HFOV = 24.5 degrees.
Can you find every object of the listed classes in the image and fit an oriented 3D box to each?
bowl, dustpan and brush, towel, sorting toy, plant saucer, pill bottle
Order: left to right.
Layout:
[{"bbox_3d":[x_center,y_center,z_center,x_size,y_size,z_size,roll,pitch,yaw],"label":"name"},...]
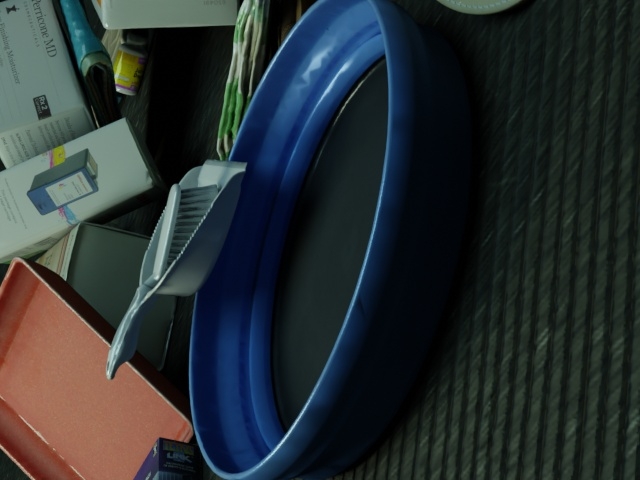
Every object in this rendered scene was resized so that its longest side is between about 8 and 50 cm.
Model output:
[{"bbox_3d":[-0.254,0.171,1.555,0.048,0.259,0.258,-34,-17,-47],"label":"plant saucer"},{"bbox_3d":[-0.310,-0.279,1.916,0.271,0.040,0.370,82,168,-57],"label":"towel"},{"bbox_3d":[-0.311,-0.276,2.248,0.193,0.038,0.208,-96,24,-45],"label":"sorting toy"},{"bbox_3d":[-0.271,-0.252,2.102,0.043,0.043,0.083,-135,61,-67],"label":"pill bottle"},{"bbox_3d":[-0.135,0.025,1.292,0.147,0.060,0.211,-168,92,-70],"label":"dustpan and brush"},{"bbox_3d":[-0.058,-0.255,1.386,0.325,0.038,0.248,99,178,-51],"label":"towel"},{"bbox_3d":[0.000,0.000,1.151,0.391,0.077,0.391,-165,90,-70],"label":"bowl"}]

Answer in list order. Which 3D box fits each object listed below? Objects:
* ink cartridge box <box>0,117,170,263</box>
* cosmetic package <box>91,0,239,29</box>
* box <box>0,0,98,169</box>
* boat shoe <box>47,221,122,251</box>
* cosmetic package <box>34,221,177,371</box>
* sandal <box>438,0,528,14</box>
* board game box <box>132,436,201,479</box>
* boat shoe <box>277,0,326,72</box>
[{"bbox_3d":[-0.295,-0.054,1.727,0.154,0.212,0.093,84,164,-88],"label":"ink cartridge box"},{"bbox_3d":[-0.217,-0.422,1.820,0.453,0.161,0.230,-124,33,-65],"label":"cosmetic package"},{"bbox_3d":[-0.350,-0.178,1.816,0.182,0.119,0.181,84,167,-66],"label":"box"},{"bbox_3d":[-0.336,0.098,1.971,0.098,0.096,0.277,37,105,34],"label":"boat shoe"},{"bbox_3d":[-0.275,0.089,1.747,0.296,0.129,0.153,151,131,-63],"label":"cosmetic package"},{"bbox_3d":[0.058,-0.224,1.045,0.240,0.079,0.088,41,119,48],"label":"sandal"},{"bbox_3d":[-0.165,0.297,1.428,0.141,0.048,0.170,-98,30,-44],"label":"board game box"},{"bbox_3d":[-0.007,-0.231,1.336,0.073,0.073,0.207,-32,46,59],"label":"boat shoe"}]
